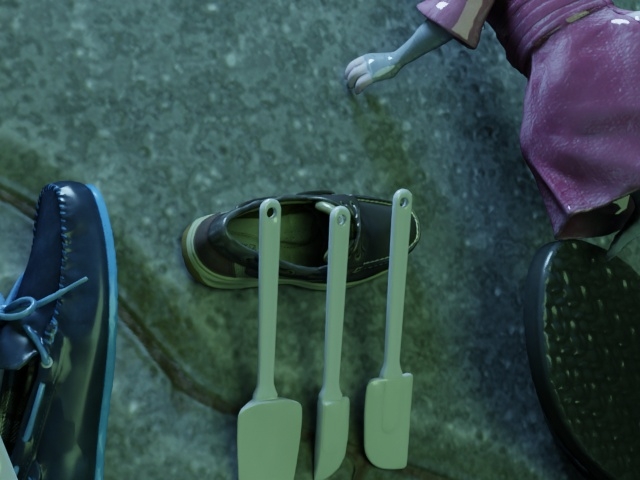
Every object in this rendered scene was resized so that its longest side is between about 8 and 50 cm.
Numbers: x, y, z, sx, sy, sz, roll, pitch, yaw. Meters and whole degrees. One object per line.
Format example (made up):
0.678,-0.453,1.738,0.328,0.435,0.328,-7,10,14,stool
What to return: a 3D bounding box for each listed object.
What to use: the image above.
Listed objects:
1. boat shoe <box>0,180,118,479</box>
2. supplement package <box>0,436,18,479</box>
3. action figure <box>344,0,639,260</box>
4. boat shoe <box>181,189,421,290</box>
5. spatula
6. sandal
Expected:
-0.192,0.082,0.784,0.089,0.109,0.258,6,73,-27,boat shoe
-0.272,0.205,0.644,0.194,0.203,0.149,-23,91,-33,supplement package
0.204,-0.181,0.986,0.248,0.276,0.370,-22,71,-38,action figure
-0.001,-0.001,0.940,0.223,0.073,0.080,-4,81,-32,boat shoe
0.009,0.082,0.912,0.168,0.019,0.242,-4,104,-28,spatula
0.288,0.181,1.074,0.446,0.107,0.167,51,56,-27,sandal
